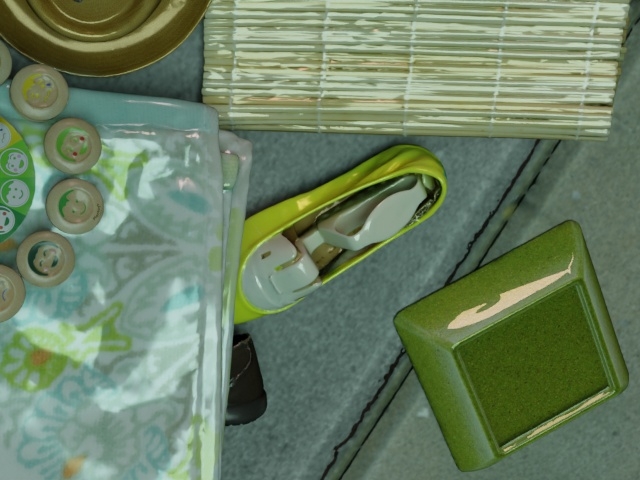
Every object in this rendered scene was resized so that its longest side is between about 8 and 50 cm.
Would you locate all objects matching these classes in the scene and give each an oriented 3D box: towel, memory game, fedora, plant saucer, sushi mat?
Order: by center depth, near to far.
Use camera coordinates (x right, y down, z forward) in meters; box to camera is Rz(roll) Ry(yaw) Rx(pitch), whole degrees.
[{"bbox_3d":[-0.225,-0.040,0.620,0.186,0.012,0.186,1,86,-19],"label":"memory game"},{"bbox_3d":[-0.147,-0.193,0.655,0.194,0.079,0.194,-5,116,-11],"label":"fedora"},{"bbox_3d":[-0.236,0.053,0.664,0.374,0.090,0.321,5,85,-18],"label":"towel"},{"bbox_3d":[0.071,-0.149,0.739,0.316,0.019,0.151,1,108,-2],"label":"sushi mat"},{"bbox_3d":[0.184,0.106,0.894,0.188,0.045,0.188,-28,115,-6],"label":"plant saucer"}]

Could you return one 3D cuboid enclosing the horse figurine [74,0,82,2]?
[{"bbox_3d":[-0.220,-0.228,0.561,0.066,0.263,0.174,-47,130,-23],"label":"horse figurine"}]

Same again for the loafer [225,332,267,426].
[{"bbox_3d":[-0.148,0.100,0.780,0.220,0.080,0.078,1,99,-23],"label":"loafer"}]

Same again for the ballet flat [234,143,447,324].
[{"bbox_3d":[0.000,0.000,0.781,0.231,0.077,0.077,-32,116,-4],"label":"ballet flat"}]
